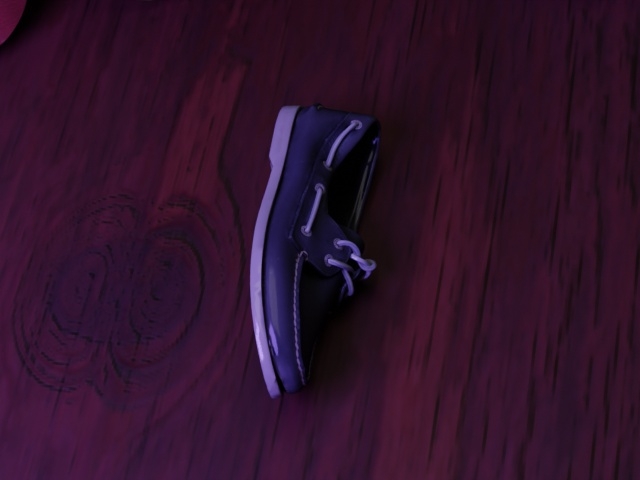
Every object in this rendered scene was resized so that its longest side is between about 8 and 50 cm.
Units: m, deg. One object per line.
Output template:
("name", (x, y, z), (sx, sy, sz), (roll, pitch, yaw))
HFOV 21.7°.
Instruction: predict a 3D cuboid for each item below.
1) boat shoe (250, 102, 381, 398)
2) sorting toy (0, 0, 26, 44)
("boat shoe", (0.000, 0.000, 0.984), (0.065, 0.075, 0.206), (-2, 51, 10))
("sorting toy", (-0.155, -0.235, 1.168), (0.365, 0.127, 0.126), (-21, 26, -11))
